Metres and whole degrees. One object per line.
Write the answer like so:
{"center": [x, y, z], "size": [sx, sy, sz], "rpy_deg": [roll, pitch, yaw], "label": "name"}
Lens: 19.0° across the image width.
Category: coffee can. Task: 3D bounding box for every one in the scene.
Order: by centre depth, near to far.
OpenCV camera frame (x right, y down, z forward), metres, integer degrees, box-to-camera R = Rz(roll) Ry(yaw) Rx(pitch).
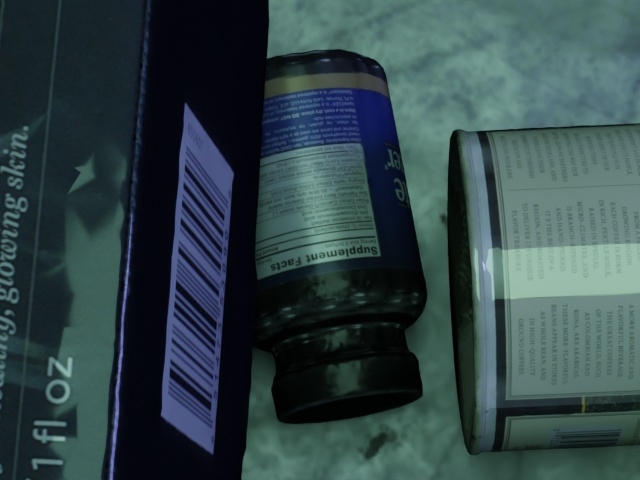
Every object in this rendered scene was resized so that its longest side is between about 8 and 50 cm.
{"center": [0.222, 0.025, 1.164], "size": [0.275, 0.201, 0.201], "rpy_deg": [-2, 76, 0], "label": "coffee can"}

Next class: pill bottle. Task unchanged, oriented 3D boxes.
{"center": [0.000, 0.000, 1.213], "size": [0.123, 0.123, 0.219], "rpy_deg": [-10, 77, -2], "label": "pill bottle"}

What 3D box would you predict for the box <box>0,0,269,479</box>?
{"center": [-0.292, 0.032, 1.027], "size": [0.472, 0.297, 0.480], "rpy_deg": [0, 75, 10], "label": "box"}
